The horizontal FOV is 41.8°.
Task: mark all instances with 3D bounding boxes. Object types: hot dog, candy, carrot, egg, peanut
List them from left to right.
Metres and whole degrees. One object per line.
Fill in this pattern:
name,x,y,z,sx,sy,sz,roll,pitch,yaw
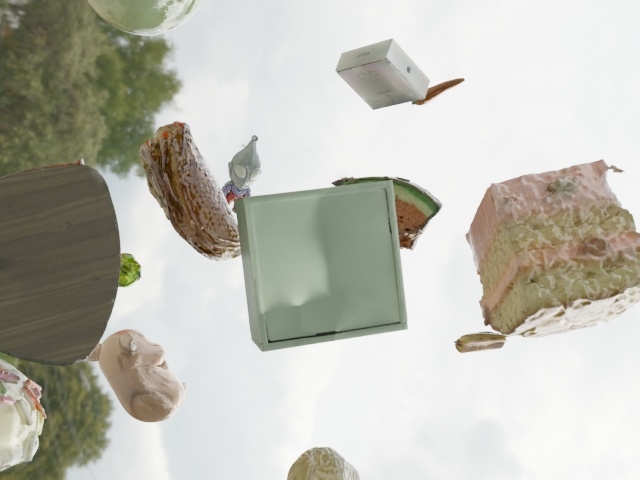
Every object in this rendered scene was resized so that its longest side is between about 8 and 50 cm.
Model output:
candy,-0.404,0.044,1.456,0.058,0.193,0.062,-17,-113,54
egg,-0.274,-0.455,1.336,0.295,0.218,0.219,148,-56,-60
hot dog,-0.237,-0.077,1.537,0.272,0.122,0.196,67,-10,-26
peanut,0.008,0.550,1.818,0.110,0.233,0.197,1,-128,29
carrot,0.284,-0.364,2.037,0.142,0.035,0.035,-26,-132,9
hot dog,0.349,0.219,1.833,0.041,0.133,0.056,-112,-150,-41

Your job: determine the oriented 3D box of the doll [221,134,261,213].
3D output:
doll,-0.216,-0.185,2.321,0.075,0.102,0.228,42,-67,53

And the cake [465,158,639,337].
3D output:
cake,0.494,0.037,1.797,0.293,0.314,0.307,107,-28,-61

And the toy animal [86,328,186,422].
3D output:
toy animal,-0.422,0.316,1.953,0.166,0.250,0.154,-28,-159,16

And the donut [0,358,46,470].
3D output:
donut,-0.612,0.236,1.296,0.382,0.382,0.143,19,-92,64

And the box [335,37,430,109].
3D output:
box,0.119,-0.317,1.613,0.130,0.129,0.051,-5,-124,43

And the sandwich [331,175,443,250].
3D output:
sandwich,0.186,-0.072,2.173,0.292,0.109,0.212,-5,-88,27

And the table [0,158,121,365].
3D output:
table,-0.465,0.022,1.348,0.249,0.317,0.317,-139,-121,-65

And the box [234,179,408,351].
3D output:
box,-0.001,0.033,1.267,0.117,0.224,0.225,-172,-105,-77
